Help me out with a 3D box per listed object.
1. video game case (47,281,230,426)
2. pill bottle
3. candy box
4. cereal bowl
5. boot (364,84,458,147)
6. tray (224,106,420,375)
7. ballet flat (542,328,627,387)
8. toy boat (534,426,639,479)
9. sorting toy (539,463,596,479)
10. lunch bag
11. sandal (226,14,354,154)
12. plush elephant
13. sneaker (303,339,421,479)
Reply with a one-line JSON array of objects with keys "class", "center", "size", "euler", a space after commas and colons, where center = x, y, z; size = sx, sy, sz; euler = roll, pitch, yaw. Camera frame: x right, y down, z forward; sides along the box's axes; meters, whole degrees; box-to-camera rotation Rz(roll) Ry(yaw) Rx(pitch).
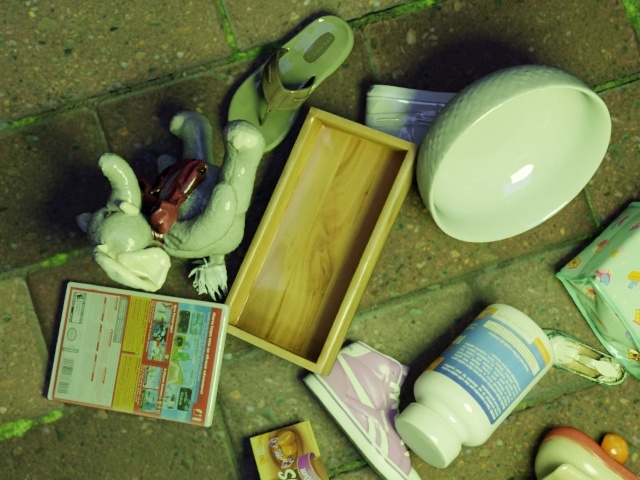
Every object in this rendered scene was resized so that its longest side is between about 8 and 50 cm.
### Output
[{"class": "video game case", "center": [-0.306, 0.189, 1.602], "size": [0.285, 0.025, 0.204], "euler": [8, 84, 10]}, {"class": "pill bottle", "center": [0.253, 0.245, 1.595], "size": [0.272, 0.152, 0.152], "euler": [-41, 90, -22]}, {"class": "candy box", "center": [-0.043, 0.398, 1.577], "size": [0.109, 0.053, 0.186], "euler": [-15, 43, -6]}, {"class": "cereal bowl", "center": [0.307, -0.162, 1.610], "size": [0.339, 0.339, 0.141], "euler": [-23, 49, -7]}, {"class": "boot", "center": [0.204, -0.200, 1.697], "size": [0.258, 0.095, 0.123], "euler": [6, 92, 2]}, {"class": "tray", "center": [0.000, 0.000, 1.622], "size": [0.203, 0.076, 0.410], "euler": [22, 86, 17]}, {"class": "ballet flat", "center": [0.459, 0.206, 1.691], "size": [0.188, 0.070, 0.070], "euler": [20, 83, -3]}, {"class": "toy boat", "center": [0.490, 0.399, 1.657], "size": [0.231, 0.151, 0.151], "euler": [37, 52, -2]}, {"class": "sorting toy", "center": [0.434, 0.467, 1.617], "size": [0.193, 0.208, 0.038], "euler": [32, 46, 0]}, {"class": "lunch bag", "center": [0.582, 0.096, 1.669], "size": [0.223, 0.160, 0.262], "euler": [-40, 101, -12]}, {"class": "sandal", "center": [-0.058, -0.285, 1.670], "size": [0.120, 0.086, 0.302], "euler": [38, 83, -1]}, {"class": "plush elephant", "center": [-0.266, -0.051, 1.539], "size": [0.255, 0.272, 0.330], "euler": [-5, 111, -31]}, {"class": "sneaker", "center": [0.117, 0.299, 1.633], "size": [0.161, 0.102, 0.282], "euler": [-37, 89, -11]}]
